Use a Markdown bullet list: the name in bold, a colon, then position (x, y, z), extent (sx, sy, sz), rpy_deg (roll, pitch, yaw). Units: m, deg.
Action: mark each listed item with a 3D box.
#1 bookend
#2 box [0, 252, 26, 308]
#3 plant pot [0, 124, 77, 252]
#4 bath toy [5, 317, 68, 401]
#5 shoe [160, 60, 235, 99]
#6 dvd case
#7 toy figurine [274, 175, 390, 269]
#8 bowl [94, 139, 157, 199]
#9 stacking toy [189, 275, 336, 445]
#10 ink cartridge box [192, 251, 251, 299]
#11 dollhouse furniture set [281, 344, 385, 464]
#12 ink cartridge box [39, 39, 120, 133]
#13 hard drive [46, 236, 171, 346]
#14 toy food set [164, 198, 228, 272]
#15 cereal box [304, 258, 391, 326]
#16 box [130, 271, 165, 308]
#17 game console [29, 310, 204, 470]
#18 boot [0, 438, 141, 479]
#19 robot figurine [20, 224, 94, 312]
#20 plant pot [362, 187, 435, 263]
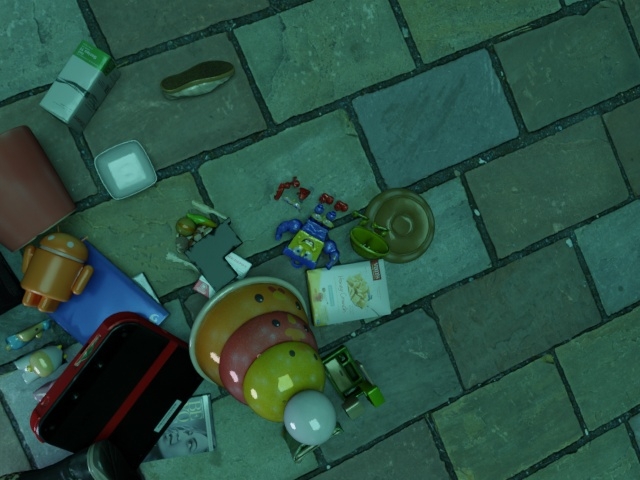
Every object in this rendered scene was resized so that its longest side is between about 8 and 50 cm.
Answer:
- **bookend**: position (-0.264, 0.045, 1.561), extent (0.157, 0.072, 0.156), rpy_deg (-40, 92, -8)
- **box**: position (-0.952, 0.169, 1.373), extent (0.343, 0.312, 0.178), rpy_deg (-30, 96, -9)
- **plant pot**: position (-0.781, -0.121, 1.447), extent (0.275, 0.275, 0.243), rpy_deg (-38, 107, -9)
- **bath toy**: position (-0.701, 0.386, 1.516), extent (0.129, 0.151, 0.348), rpy_deg (-29, 100, -32)
- **shoe**: position (-0.350, -0.459, 1.628), extent (0.219, 0.058, 0.076), rpy_deg (-22, 63, -14)
- **dvd case**: position (-0.417, 0.536, 1.621), extent (0.221, 0.018, 0.164), rpy_deg (-6, 90, -11)
- **toy figurine**: position (0.000, 0.000, 1.666), extent (0.363, 0.191, 0.217), rpy_deg (29, 114, -4)
- **bowl**: position (-0.542, -0.195, 1.586), extent (0.142, 0.053, 0.142), rpy_deg (-27, 95, -10)
- **stacking toy**: position (-0.095, 0.332, 1.417), extent (0.351, 0.480, 0.350), rpy_deg (-14, 120, -26)
- **ink cartridge box**: position (-0.280, 0.100, 1.627), extent (0.109, 0.063, 0.150), rpy_deg (32, 84, -7)
- **dollhouse furniture set**: position (0.001, 0.456, 1.609), extent (0.302, 0.197, 0.151), rpy_deg (-32, 97, -10)
- **ink cartridge box**: position (-0.640, -0.406, 1.519), extent (0.087, 0.153, 0.208), rpy_deg (31, 83, -8)
- **hard drive**: position (-0.599, 0.174, 1.537), extent (0.319, 0.040, 0.210), rpy_deg (41, 80, 1)
- **toy food set**: position (-0.355, -0.011, 1.623), extent (0.133, 0.038, 0.192), rpy_deg (25, 85, -6)
- **cereal box**: position (0.083, 0.155, 1.703), extent (0.240, 0.047, 0.172), rpy_deg (-9, 91, -11)
- **box**: position (-0.546, 0.195, 1.589), extent (0.186, 0.038, 0.145), rpy_deg (-29, 94, -9)
- **game console**: position (-0.518, 0.405, 1.505), extent (0.386, 0.060, 0.342), rpy_deg (-53, 129, -6)
- **boot**: position (-0.627, 0.685, 1.474), extent (0.284, 0.138, 0.377), rpy_deg (-14, 128, -5)
- **robot figurine**: position (-0.682, 0.073, 1.457), extent (0.128, 0.158, 0.219), rpy_deg (32, 75, -48)
- **plant pot**: position (0.246, -0.046, 1.745), extent (0.237, 0.032, 0.236), rpy_deg (0, 89, -10)
